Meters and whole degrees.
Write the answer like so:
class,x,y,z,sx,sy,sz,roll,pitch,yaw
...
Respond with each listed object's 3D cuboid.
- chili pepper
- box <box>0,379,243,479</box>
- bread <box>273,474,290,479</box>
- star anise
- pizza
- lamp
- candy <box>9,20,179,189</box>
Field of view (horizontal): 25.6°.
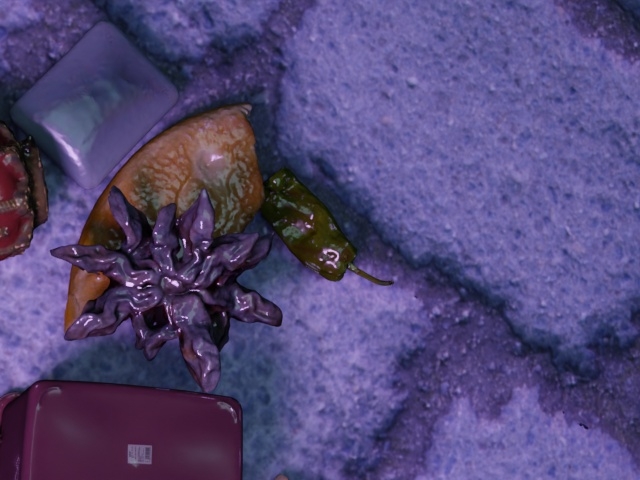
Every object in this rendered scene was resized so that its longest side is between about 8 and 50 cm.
class,x,y,z,sx,sy,sz,roll,pitch,yaw
chili pepper,-0.002,0.001,1.774,0.072,0.073,0.204,-41,87,-3
box,-0.226,0.256,1.587,0.294,0.167,0.193,7,68,-20
bread,-0.031,0.345,1.726,0.103,0.049,0.062,46,42,-8
star anise,-0.168,0.045,1.603,0.282,0.129,0.212,22,84,-10
pizza,-0.179,-0.021,1.707,0.182,0.074,0.365,34,72,-12
lamp,-0.442,-0.043,1.563,0.274,0.177,0.177,-10,87,-24
candy,-0.270,-0.163,1.691,0.138,0.071,0.174,45,71,-11
